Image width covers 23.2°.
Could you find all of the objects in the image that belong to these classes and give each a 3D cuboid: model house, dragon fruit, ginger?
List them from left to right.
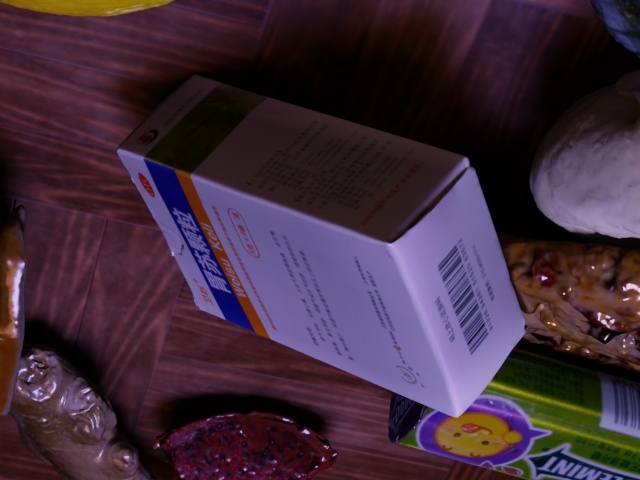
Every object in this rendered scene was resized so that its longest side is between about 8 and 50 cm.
[{"bbox_3d":[-0.373,0.056,1.348,0.229,0.199,0.220,2,95,-12],"label":"model house"},{"bbox_3d":[-0.249,0.187,1.561,0.166,0.080,0.333,5,144,46],"label":"ginger"},{"bbox_3d":[-0.074,0.219,1.602,0.161,0.120,0.127,-28,88,-4],"label":"dragon fruit"}]

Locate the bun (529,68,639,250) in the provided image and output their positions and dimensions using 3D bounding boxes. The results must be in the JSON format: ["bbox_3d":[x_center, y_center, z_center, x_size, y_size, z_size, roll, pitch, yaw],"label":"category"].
[{"bbox_3d":[0.289,-0.059,1.221,0.259,0.160,0.259,10,175,1],"label":"bun"}]

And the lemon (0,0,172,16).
[{"bbox_3d":[-0.153,-0.274,0.988,0.293,0.293,0.293,1,134,1],"label":"lemon"}]

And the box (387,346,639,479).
[{"bbox_3d":[0.250,0.189,1.535,0.345,0.097,0.134,17,134,-15],"label":"box"}]

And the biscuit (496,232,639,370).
[{"bbox_3d":[0.251,0.063,1.309,0.334,0.081,0.289,6,168,46],"label":"biscuit"}]

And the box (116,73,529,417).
[{"bbox_3d":[0.000,0.000,1.252,0.299,0.106,0.200,19,146,38],"label":"box"}]

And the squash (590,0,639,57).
[{"bbox_3d":[0.281,-0.216,1.090,0.218,0.172,0.218,19,132,23],"label":"squash"}]
